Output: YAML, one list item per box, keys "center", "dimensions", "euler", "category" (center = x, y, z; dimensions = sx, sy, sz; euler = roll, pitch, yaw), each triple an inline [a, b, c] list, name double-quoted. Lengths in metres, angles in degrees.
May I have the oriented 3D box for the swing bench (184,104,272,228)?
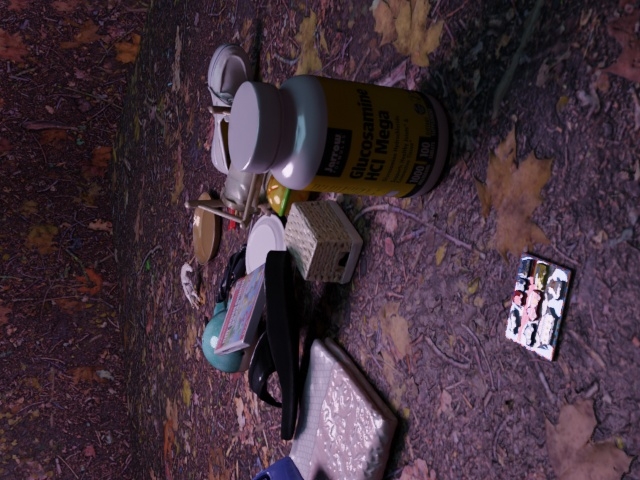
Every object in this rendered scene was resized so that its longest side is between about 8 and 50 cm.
- center: [-0.172, -0.188, 1.735]
  dimensions: [0.255, 0.165, 0.253]
  euler: [-31, -40, -67]
  category: "swing bench"

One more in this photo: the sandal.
- center: [-0.106, 0.230, 1.579]
  dimensions: [0.167, 0.107, 0.445]
  euler: [-72, -20, -70]
  category: "sandal"

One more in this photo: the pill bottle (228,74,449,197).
- center: [0.028, -0.171, 1.188]
  dimensions: [0.188, 0.334, 0.187]
  euler: [-8, 82, 64]
  category: "pill bottle"

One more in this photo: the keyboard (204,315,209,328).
- center: [-0.326, 0.315, 2.127]
  dimensions: [0.192, 0.038, 0.100]
  euler: [81, 171, -48]
  category: "keyboard"

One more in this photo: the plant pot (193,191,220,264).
- center: [-0.367, -0.038, 2.332]
  dimensions: [0.236, 0.032, 0.236]
  euler: [-178, 90, -65]
  category: "plant pot"

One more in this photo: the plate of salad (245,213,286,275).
- center: [-0.133, 0.031, 1.829]
  dimensions: [0.200, 0.048, 0.199]
  euler: [-15, 71, 52]
  category: "plate of salad"

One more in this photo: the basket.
- center: [0.000, 0.000, 1.494]
  dimensions: [0.167, 0.103, 0.113]
  euler: [58, 139, 48]
  category: "basket"

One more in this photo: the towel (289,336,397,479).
- center: [0.032, 0.410, 1.455]
  dimensions: [0.317, 0.053, 0.331]
  euler: [-134, 50, -56]
  category: "towel"

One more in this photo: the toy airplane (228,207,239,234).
- center: [-0.254, -0.091, 2.108]
  dimensions: [0.151, 0.028, 0.151]
  euler: [-178, 90, -66]
  category: "toy airplane"

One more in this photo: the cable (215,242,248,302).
- center: [-0.247, 0.087, 1.982]
  dimensions: [0.184, 0.047, 0.150]
  euler: [-63, 16, 1]
  category: "cable"

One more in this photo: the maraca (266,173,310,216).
- center: [-0.071, -0.129, 1.666]
  dimensions: [0.185, 0.099, 0.127]
  euler: [-79, 11, -59]
  category: "maraca"

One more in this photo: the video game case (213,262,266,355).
- center: [-0.185, 0.169, 1.737]
  dimensions: [0.285, 0.025, 0.204]
  euler: [-32, 38, 65]
  category: "video game case"

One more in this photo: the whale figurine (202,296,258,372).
- center: [-0.267, 0.252, 1.977]
  dimensions: [0.272, 0.141, 0.216]
  euler: [-137, 54, -60]
  category: "whale figurine"

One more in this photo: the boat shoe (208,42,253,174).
- center: [-0.236, -0.352, 1.973]
  dimensions: [0.156, 0.136, 0.367]
  euler: [-145, 58, -60]
  category: "boat shoe"

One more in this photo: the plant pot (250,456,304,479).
- center: [-0.090, 0.610, 1.411]
  dimensions: [0.236, 0.212, 0.235]
  euler: [-138, 29, -64]
  category: "plant pot"

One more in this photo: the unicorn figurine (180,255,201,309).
- center: [-0.437, 0.150, 2.397]
  dimensions: [0.111, 0.060, 0.161]
  euler: [57, 145, 42]
  category: "unicorn figurine"

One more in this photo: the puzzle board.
- center: [0.296, 0.089, 0.986]
  dimensions: [0.096, 0.011, 0.128]
  euler: [-150, 65, -61]
  category: "puzzle board"
